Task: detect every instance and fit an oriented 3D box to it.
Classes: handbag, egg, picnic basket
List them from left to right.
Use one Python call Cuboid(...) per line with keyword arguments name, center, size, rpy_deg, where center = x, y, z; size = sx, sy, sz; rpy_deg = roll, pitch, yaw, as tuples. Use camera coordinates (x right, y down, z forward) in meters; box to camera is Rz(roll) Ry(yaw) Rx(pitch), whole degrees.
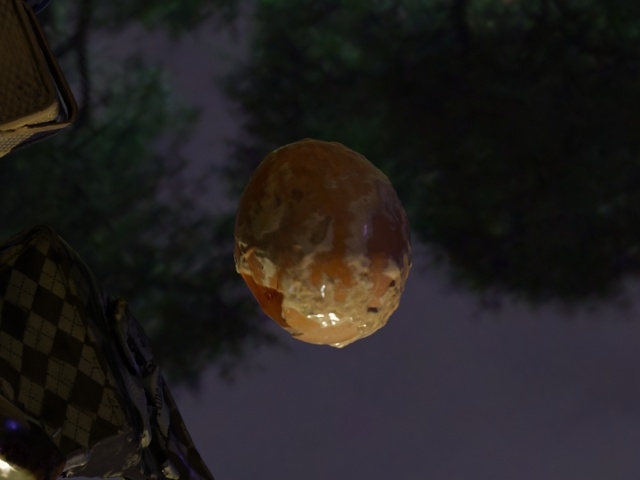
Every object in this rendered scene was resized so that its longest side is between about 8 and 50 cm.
Cuboid(name="picnic basket", center=(-0.418, -0.163, 1.997), size=(0.266, 0.165, 0.139), rpy_deg=(-22, 172, -7))
Cuboid(name="handbag", center=(-0.271, 0.194, 2.231), size=(0.180, 0.416, 0.317), rpy_deg=(-31, -113, 0))
Cuboid(name="egg", center=(0.000, 0.000, 1.918), size=(0.195, 0.233, 0.195), rpy_deg=(-21, 164, -6))

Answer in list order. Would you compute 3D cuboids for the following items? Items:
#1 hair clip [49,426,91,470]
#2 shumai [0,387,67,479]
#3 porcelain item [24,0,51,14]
Cuboid(name="hair clip", center=(-0.296, 0.238, 1.661), size=(0.187, 0.056, 0.146), rpy_deg=(-40, -174, 6))
Cuboid(name="shumai", center=(-0.324, 0.225, 1.419), size=(0.263, 0.309, 0.304), rpy_deg=(-41, 162, -7))
Cuboid(name="porcelain item", center=(-0.425, -0.411, 2.215), size=(0.186, 0.288, 0.138), rpy_deg=(-45, -176, 10))
